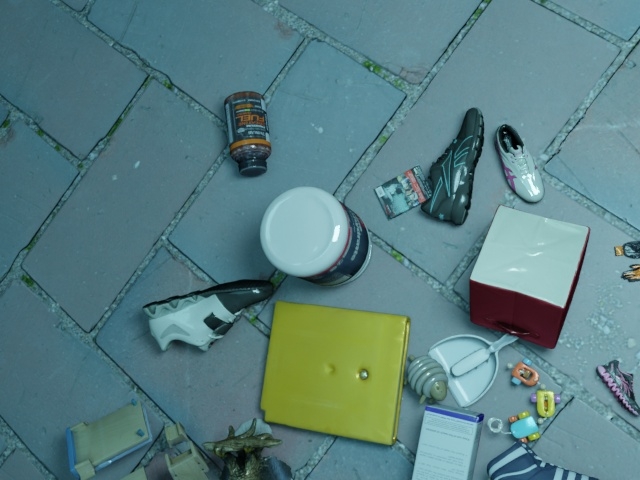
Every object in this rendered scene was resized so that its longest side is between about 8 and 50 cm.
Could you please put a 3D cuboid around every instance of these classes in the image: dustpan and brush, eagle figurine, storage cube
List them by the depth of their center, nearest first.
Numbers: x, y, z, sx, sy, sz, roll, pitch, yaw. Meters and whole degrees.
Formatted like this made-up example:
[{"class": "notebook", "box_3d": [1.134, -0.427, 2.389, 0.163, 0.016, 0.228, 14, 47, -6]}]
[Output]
[{"class": "storage cube", "box_3d": [0.411, 0.070, 1.388, 0.184, 0.193, 0.215, 18, 65, 22]}, {"class": "dustpan and brush", "box_3d": [0.344, 0.242, 1.478, 0.211, 0.060, 0.147, -34, 71, 10]}, {"class": "eagle figurine", "box_3d": [-0.162, 0.568, 1.552, 0.226, 0.225, 0.298, 12, 120, 59]}]

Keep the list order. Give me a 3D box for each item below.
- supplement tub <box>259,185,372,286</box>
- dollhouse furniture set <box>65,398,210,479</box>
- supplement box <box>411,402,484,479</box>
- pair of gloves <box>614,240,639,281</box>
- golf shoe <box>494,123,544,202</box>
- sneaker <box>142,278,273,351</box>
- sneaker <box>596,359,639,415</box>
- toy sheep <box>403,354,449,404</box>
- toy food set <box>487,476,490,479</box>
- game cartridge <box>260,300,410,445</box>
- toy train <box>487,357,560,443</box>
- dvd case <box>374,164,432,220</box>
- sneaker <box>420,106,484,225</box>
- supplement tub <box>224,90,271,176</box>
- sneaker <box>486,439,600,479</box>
[{"class": "supplement tub", "box_3d": [0.000, 0.000, 1.529, 0.191, 0.272, 0.191, -3, 79, 18]}, {"class": "dollhouse furniture set", "box_3d": [-0.428, 0.533, 1.693, 0.286, 0.198, 0.303, -27, 39, -9]}, {"class": "supplement box", "box_3d": [0.260, 0.459, 1.440, 0.114, 0.111, 0.219, 8, 83, 21]}, {"class": "pair of gloves", "box_3d": [0.651, 0.042, 1.436, 0.074, 0.010, 0.083, -14, 73, 18]}, {"class": "golf shoe", "box_3d": [0.427, -0.167, 1.513, 0.068, 0.086, 0.186, -27, 74, 11]}, {"class": "sneaker", "box_3d": [-0.255, 0.184, 1.681, 0.331, 0.122, 0.146, -15, 93, 15]}, {"class": "sneaker", "box_3d": [0.607, 0.291, 1.390, 0.057, 0.047, 0.119, -32, 72, -1]}, {"class": "toy sheep", "box_3d": [0.225, 0.293, 1.495, 0.091, 0.091, 0.132, -48, 48, 5]}, {"class": "toy food set", "box_3d": [0.374, 0.580, 1.423, 0.133, 0.038, 0.192, 18, 75, 16]}, {"class": "game cartridge", "box_3d": [0.030, 0.294, 1.588, 0.324, 0.053, 0.285, 5, 82, 22]}, {"class": "toy train", "box_3d": [0.422, 0.336, 1.444, 0.125, 0.046, 0.166, 26, 86, 23]}, {"class": "dvd case", "box_3d": [0.195, -0.111, 1.621, 0.119, 0.013, 0.087, -28, 72, 11]}, {"class": "sneaker", "box_3d": [0.297, -0.171, 1.549, 0.106, 0.101, 0.267, 12, 84, 20]}, {"class": "supplement tub", "box_3d": [-0.178, -0.262, 1.731, 0.106, 0.106, 0.197, -13, 77, 17]}, {"class": "sneaker", "box_3d": [0.466, 0.474, 1.368, 0.282, 0.153, 0.099, 1, 119, -11]}]
